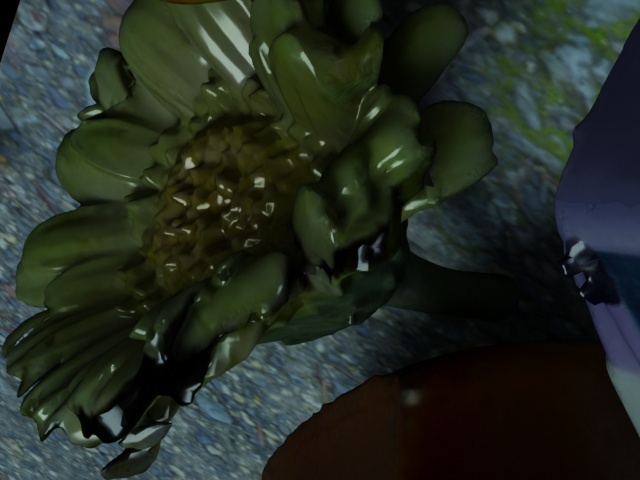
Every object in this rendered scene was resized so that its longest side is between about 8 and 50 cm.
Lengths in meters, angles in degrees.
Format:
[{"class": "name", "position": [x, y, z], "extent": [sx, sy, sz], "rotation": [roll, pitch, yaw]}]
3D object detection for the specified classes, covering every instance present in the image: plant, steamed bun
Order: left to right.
[{"class": "plant", "position": [-0.036, 0.017, 0.891], "extent": [0.306, 0.261, 0.297], "rotation": [17, 148, 47]}, {"class": "steamed bun", "position": [0.111, 0.192, 0.995], "extent": [0.248, 0.235, 0.379], "rotation": [6, 160, -14]}]

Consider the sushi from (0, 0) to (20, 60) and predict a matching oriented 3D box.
[{"class": "sushi", "position": [-0.276, -0.185, 0.916], "extent": [0.227, 0.215, 0.212], "rotation": [22, 160, -23]}]

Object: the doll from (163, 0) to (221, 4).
[{"class": "doll", "position": [-0.072, -0.206, 0.702], "extent": [0.166, 0.162, 0.270], "rotation": [0, 134, 29]}]

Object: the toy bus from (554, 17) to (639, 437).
[{"class": "toy bus", "position": [0.300, 0.002, 0.575], "extent": [0.440, 0.209, 0.249], "rotation": [8, 143, 44]}]
